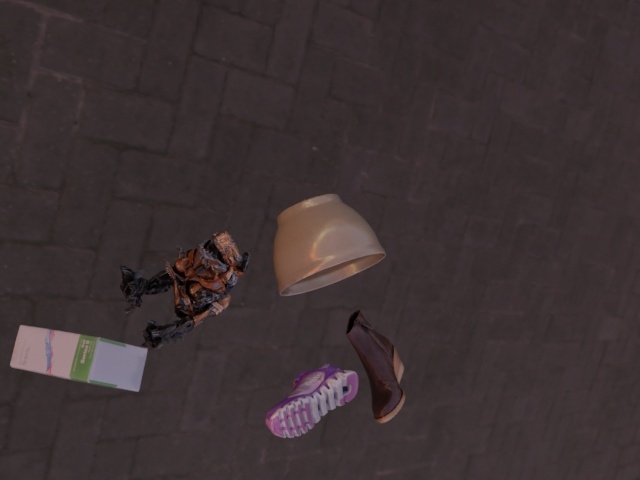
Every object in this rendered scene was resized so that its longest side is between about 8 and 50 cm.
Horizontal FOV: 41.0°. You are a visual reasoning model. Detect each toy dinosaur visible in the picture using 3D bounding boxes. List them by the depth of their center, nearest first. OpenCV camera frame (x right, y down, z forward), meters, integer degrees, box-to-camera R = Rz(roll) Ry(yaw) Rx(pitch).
[{"bbox_3d":[-0.228,0.102,1.535,0.218,0.164,0.322,-21,137,-26],"label":"toy dinosaur"}]

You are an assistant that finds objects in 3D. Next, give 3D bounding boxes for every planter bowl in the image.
[{"bbox_3d":[0.000,0.000,1.225,0.162,0.162,0.109,-9,74,-46],"label":"planter bowl"}]

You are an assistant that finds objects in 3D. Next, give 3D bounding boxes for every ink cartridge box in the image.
[{"bbox_3d":[-0.476,0.232,1.690,0.154,0.212,0.093,30,67,-59],"label":"ink cartridge box"}]

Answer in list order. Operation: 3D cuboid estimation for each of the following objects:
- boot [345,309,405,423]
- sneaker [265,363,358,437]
[{"bbox_3d":[0.120,0.307,2.099,0.207,0.090,0.248,51,26,-16],"label":"boot"},{"bbox_3d":[-0.031,0.343,1.883,0.236,0.104,0.095,-26,129,-31],"label":"sneaker"}]
